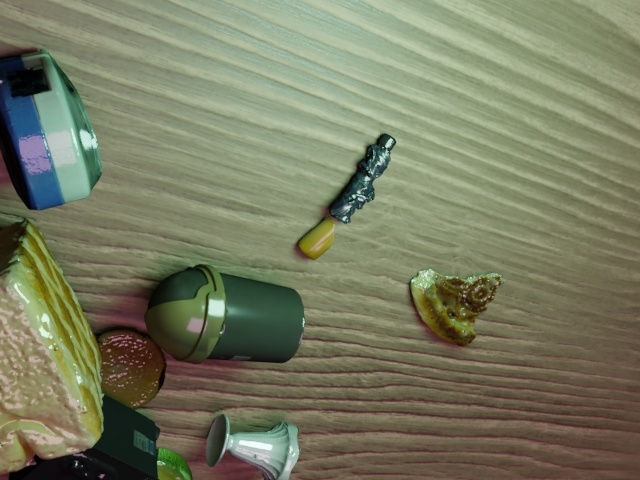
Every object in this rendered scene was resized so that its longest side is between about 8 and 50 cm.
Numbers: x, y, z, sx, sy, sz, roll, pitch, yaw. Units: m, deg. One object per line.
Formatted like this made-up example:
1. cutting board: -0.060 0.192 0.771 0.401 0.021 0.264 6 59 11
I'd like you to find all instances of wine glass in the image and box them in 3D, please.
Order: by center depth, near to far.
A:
1. wine glass: -0.167 0.509 2.026 0.197 0.165 0.164 16 108 -23

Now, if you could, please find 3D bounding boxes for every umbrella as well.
1. umbrella: 0.104 -0.135 1.864 0.071 0.080 0.224 32 95 5

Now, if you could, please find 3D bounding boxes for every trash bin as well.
1. trash bin: -0.216 0.163 1.800 0.334 0.214 0.214 9 112 -31

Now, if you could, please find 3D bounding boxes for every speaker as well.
1. speaker: -0.512 0.485 1.832 0.232 0.184 0.254 -39 124 18

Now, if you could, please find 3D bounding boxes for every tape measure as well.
1. tape measure: -0.497 -0.191 1.488 0.138 0.262 0.259 -22 123 -22

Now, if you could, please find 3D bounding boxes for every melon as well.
1. melon: -0.372 0.606 2.048 0.118 0.064 0.209 -24 119 -3

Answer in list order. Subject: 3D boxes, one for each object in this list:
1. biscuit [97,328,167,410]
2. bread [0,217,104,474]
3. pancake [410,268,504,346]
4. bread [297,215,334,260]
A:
1. biscuit: -0.454 0.296 1.867 0.226 0.042 0.225 -9 119 -16
2. bread: -0.589 0.201 1.554 0.279 0.371 0.390 -20 113 -10
3. pancake: 0.365 0.146 2.113 0.244 0.057 0.266 -32 122 -5
4. bread: 0.001 -0.001 1.897 0.103 0.049 0.062 -40 123 3
